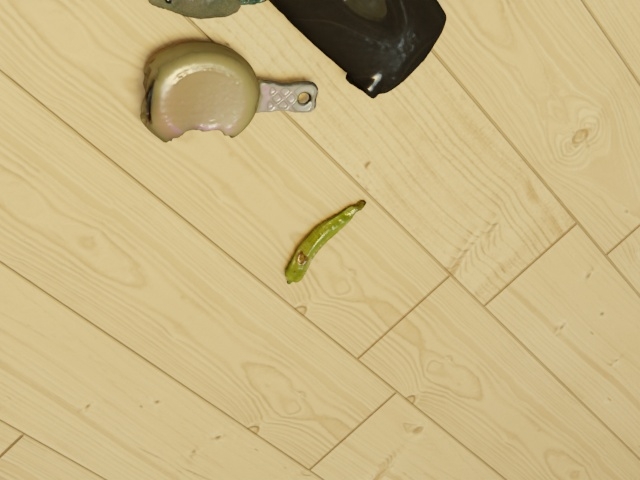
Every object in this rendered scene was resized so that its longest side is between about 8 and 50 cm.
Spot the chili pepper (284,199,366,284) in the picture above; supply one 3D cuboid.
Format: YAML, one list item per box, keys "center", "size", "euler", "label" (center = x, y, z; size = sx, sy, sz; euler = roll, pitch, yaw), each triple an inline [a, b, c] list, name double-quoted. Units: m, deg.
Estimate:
- center: [0.000, 0.000, 1.792]
  size: [0.049, 0.043, 0.208]
  euler: [39, 101, -21]
  label: "chili pepper"

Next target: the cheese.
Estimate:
- center: [-0.139, -0.227, 1.579]
  size: [0.286, 0.082, 0.163]
  euler: [2, 120, -23]
  label: "cheese"

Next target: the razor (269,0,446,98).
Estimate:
- center: [0.041, -0.385, 1.522]
  size: [0.204, 0.113, 0.349]
  euler: [-48, 129, -1]
  label: "razor"

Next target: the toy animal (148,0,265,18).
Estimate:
- center: [-0.135, -0.374, 1.502]
  size: [0.252, 0.070, 0.079]
  euler: [-11, 140, -18]
  label: "toy animal"
